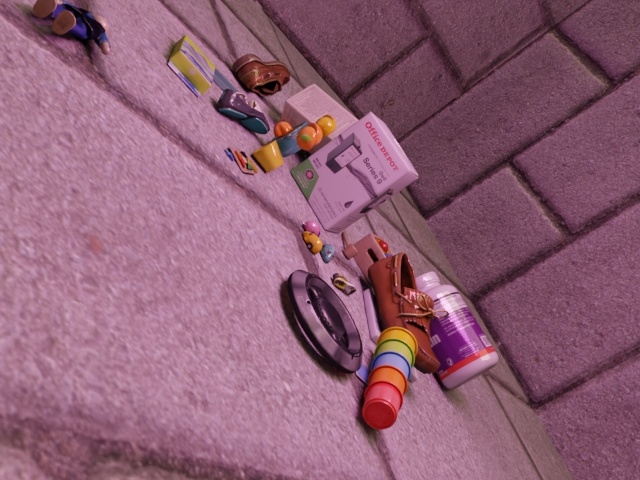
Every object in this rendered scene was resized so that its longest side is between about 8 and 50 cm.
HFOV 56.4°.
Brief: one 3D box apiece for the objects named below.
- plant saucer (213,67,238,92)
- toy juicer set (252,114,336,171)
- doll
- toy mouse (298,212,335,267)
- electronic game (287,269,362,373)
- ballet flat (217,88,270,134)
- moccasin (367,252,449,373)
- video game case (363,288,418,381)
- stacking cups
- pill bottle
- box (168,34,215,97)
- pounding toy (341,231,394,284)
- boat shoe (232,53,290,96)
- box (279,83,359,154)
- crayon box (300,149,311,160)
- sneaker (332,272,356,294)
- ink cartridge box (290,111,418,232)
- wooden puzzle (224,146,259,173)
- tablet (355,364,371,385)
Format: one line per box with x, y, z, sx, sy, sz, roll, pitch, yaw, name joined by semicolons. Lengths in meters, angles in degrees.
-0.282;-0.446;1.607;0.192;0.018;0.067;40;21;-40;plant saucer
-0.059;-0.292;1.593;0.090;0.209;0.329;60;15;-14;toy juicer set
-0.410;-0.369;1.020;0.129;0.046;0.189;43;11;-9;doll
0.000;0.000;1.493;0.161;0.031;0.143;61;16;19;toy mouse
0.011;0.156;1.172;0.229;0.048;0.229;50;16;-20;electronic game
-0.190;-0.335;1.534;0.203;0.074;0.074;19;38;-60;ballet flat
0.231;0.173;1.517;0.139;0.147;0.380;46;19;-29;moccasin
0.179;0.241;1.541;0.183;0.023;0.201;48;17;-23;video game case
0.134;0.274;1.219;0.096;0.096;0.316;55;20;-1;stacking cups
0.369;0.261;1.767;0.323;0.181;0.181;61;17;22;pill bottle
-0.308;-0.422;1.437;0.109;0.042;0.178;46;17;-28;box
0.143;0.029;1.739;0.181;0.094;0.206;60;16;18;pounding toy
-0.175;-0.511;1.917;0.105;0.110;0.307;60;26;4;boat shoe
0.034;-0.331;1.864;0.311;0.121;0.148;44;56;14;box
0.025;-0.251;1.990;0.165;0.081;0.279;27;32;-60;crayon box
0.059;0.103;1.454;0.083;0.031;0.035;39;21;-44;sneaker
0.095;-0.188;1.682;0.211;0.289;0.121;59;16;15;ink cartridge box
-0.179;-0.185;1.382;0.079;0.014;0.116;55;16;1;wooden puzzle
0.095;0.282;1.241;0.083;0.006;0.054;46;18;-28;tablet
